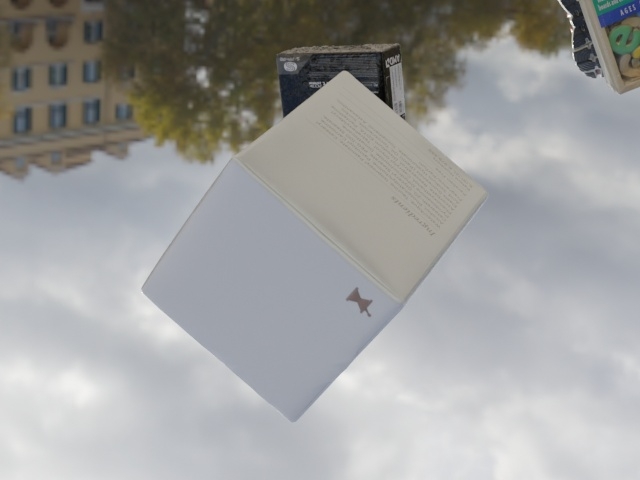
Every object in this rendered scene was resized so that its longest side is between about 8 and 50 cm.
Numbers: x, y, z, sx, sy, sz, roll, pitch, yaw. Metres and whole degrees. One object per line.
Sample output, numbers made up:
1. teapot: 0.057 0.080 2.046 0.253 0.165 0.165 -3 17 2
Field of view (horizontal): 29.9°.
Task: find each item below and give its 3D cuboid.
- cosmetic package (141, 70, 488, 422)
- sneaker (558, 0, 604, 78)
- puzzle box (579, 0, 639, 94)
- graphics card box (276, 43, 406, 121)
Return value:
1. cosmetic package: 0.000 0.000 1.907 0.327 0.329 0.394 41 -143 2
2. sneaker: 0.512 -0.435 2.263 0.107 0.279 0.118 -13 -141 17
3. puzzle box: 0.489 -0.372 1.394 0.408 0.272 0.052 -23 -162 5
4. graphics card box: 0.050 -0.189 2.310 0.232 0.371 0.094 2 -160 29
